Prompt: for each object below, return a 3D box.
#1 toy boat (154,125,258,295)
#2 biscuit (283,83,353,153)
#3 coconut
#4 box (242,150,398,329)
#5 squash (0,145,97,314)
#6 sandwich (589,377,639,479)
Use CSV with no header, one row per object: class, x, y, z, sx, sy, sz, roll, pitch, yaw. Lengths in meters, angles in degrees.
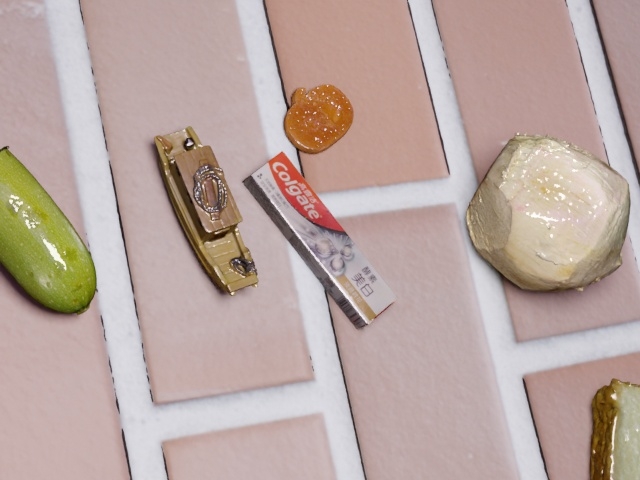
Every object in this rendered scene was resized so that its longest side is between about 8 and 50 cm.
toy boat,-0.124,-0.034,1.510,0.057,0.077,0.201,-21,82,-22
biscuit,-0.005,-0.147,1.613,0.091,0.015,0.078,-38,87,-23
coconut,0.272,-0.026,1.582,0.194,0.194,0.194,5,74,-16
box,0.000,0.000,1.560,0.055,0.039,0.218,-36,88,-22
squash,-0.302,-0.003,1.443,0.188,0.095,0.095,48,67,-4
sandwich,0.435,0.286,1.591,0.251,0.087,0.226,8,71,-13
